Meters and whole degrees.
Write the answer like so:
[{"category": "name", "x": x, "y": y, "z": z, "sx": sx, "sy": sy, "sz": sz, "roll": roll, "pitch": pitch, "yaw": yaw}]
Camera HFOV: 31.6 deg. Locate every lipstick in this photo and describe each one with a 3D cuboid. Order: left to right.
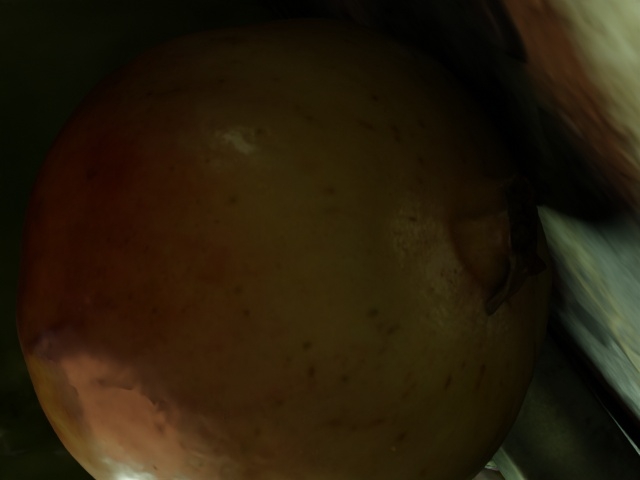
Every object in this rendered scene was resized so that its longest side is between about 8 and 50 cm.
[{"category": "lipstick", "x": 0.152, "y": 0.147, "z": 0.593, "sx": 0.253, "sy": 0.077, "sz": 0.079, "roll": 56, "pitch": 175, "yaw": 10}]

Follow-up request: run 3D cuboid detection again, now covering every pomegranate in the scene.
[{"category": "pomegranate", "x": -0.009, "y": 0.015, "z": 0.397, "sx": 0.191, "sy": 0.191, "sz": 0.191, "roll": 52, "pitch": 178, "yaw": 2}]

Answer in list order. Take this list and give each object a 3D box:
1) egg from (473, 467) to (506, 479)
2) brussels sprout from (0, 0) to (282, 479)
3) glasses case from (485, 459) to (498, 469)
[{"category": "egg", "x": 0.156, "y": 0.291, "z": 1.214, "sx": 0.286, "sy": 0.174, "sz": 0.264, "roll": 42, "pitch": -169, "yaw": -22}, {"category": "brussels sprout", "x": -0.139, "y": 0.067, "z": 0.631, "sx": 0.342, "sy": 0.361, "sz": 0.425, "roll": 116, "pitch": 136, "yaw": -72}, {"category": "glasses case", "x": 0.127, "y": 0.134, "z": 0.994, "sx": 0.123, "sy": 0.076, "sz": 0.316, "roll": 51, "pitch": 179, "yaw": 22}]
